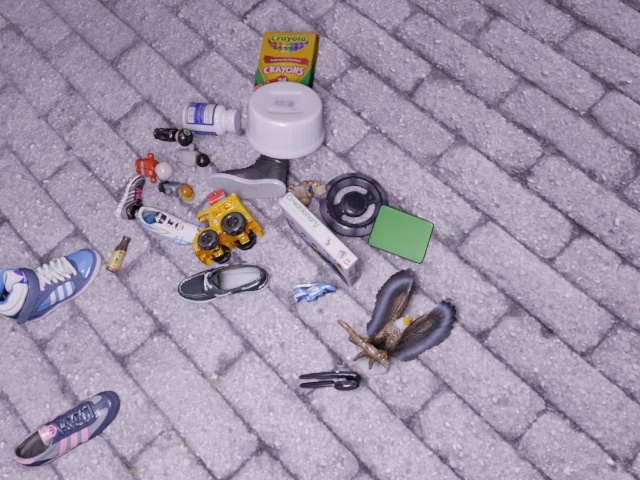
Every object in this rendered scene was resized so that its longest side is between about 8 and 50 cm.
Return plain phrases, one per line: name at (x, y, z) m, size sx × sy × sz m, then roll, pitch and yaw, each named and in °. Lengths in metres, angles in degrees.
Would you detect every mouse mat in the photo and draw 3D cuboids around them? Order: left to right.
mouse mat at (0.259, -0.021, 1.748) m, size 0.190 × 0.007 × 0.152 m, roll 21°, pitch 73°, yaw 0°

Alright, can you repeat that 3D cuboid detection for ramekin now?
ramekin at (-0.119, -0.417, 1.843) m, size 0.277 × 0.135 × 0.277 m, roll 2°, pitch 49°, yaw -3°

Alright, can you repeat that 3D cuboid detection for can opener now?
can opener at (0.026, 0.411, 1.604) m, size 0.186 × 0.073 × 0.059 m, roll -1°, pitch 77°, yaw 16°

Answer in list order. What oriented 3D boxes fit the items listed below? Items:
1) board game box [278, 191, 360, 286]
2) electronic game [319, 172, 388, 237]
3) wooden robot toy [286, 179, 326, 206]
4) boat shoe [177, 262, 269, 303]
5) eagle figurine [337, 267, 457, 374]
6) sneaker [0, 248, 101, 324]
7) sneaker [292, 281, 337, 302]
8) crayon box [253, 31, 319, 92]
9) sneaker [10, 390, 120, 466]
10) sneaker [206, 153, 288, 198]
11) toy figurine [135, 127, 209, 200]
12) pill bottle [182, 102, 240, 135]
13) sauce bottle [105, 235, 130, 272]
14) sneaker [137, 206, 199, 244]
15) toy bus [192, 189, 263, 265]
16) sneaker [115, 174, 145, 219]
board game box at (0.000, 0.000, 1.688) m, size 0.053 × 0.193 × 0.305 m, roll -42°, pitch 71°, yaw -9°
electronic game at (0.110, -0.119, 1.797) m, size 0.229 × 0.048 × 0.229 m, roll 1°, pitch 71°, yaw -2°
wooden robot toy at (-0.044, -0.155, 1.824) m, size 0.173 × 0.079 × 0.076 m, roll 3°, pitch 26°, yaw 38°
boat shoe at (-0.318, 0.127, 1.730) m, size 0.302 × 0.091 × 0.114 m, roll -12°, pitch 68°, yaw 2°
eagle figurine at (0.230, 0.251, 1.597) m, size 0.298 × 0.225 × 0.226 m, roll -36°, pitch 111°, yaw -38°
sneaker at (-0.874, 0.120, 1.718) m, size 0.323 × 0.236 × 0.130 m, roll -42°, pitch 71°, yaw -9°
sneaker at (-0.018, 0.165, 1.705) m, size 0.144 × 0.053 × 0.059 m, roll -7°, pitch 68°, yaw 13°
crayon box at (-0.122, -0.660, 2.012) m, size 0.202 × 0.081 × 0.318 m, roll 3°, pitch 69°, yaw 8°
sneaker at (-0.746, 0.555, 1.595) m, size 0.319 × 0.131 × 0.112 m, roll -37°, pitch 69°, yaw -8°
sneaker at (-0.239, -0.228, 1.861) m, size 0.296 × 0.104 × 0.147 m, roll 4°, pitch 53°, yaw 18°
toy figurine at (-0.487, -0.260, 1.831) m, size 0.148 × 0.209 × 0.213 m, roll 13°, pitch 67°, yaw 28°
pill bottle at (-0.386, -0.431, 1.939) m, size 0.187 × 0.112 × 0.112 m, roll 6°, pitch 70°, yaw 8°
sauce bottle at (-0.678, 0.046, 1.828) m, size 0.042 × 0.042 × 0.128 m, roll 15°, pitch 74°, yaw 12°
sneaker at (-0.509, -0.051, 1.823) m, size 0.237 × 0.086 × 0.085 m, roll 18°, pitch 71°, yaw 11°
toy bus at (-0.331, -0.056, 1.775) m, size 0.220 × 0.149 × 0.211 m, roll -31°, pitch 65°, yaw -4°
sneaker at (-0.642, -0.143, 1.886) m, size 0.075 × 0.063 × 0.170 m, roll 21°, pitch 78°, yaw 14°
